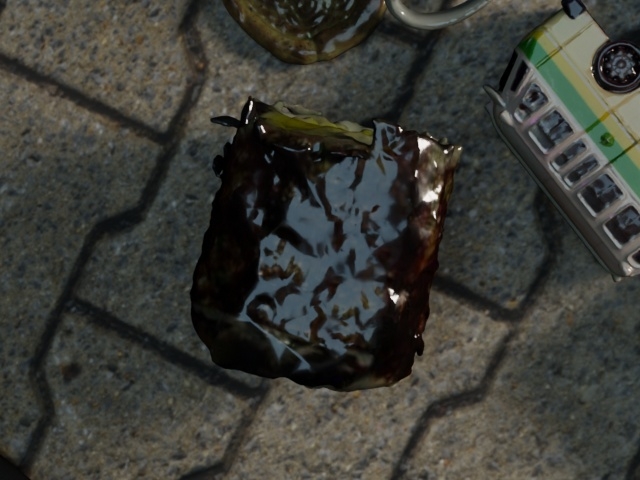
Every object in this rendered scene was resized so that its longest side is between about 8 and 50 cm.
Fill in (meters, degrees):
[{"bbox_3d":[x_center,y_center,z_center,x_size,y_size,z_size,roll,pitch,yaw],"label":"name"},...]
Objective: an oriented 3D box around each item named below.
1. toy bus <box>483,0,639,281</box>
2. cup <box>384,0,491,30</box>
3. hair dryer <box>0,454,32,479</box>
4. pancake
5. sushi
[{"bbox_3d":[0.322,-0.114,1.288,0.179,0.143,0.305,-38,87,14],"label":"toy bus"},{"bbox_3d":[0.176,-0.380,1.279,0.257,0.227,0.301,8,115,-2],"label":"cup"},{"bbox_3d":[-0.486,0.395,1.529,0.128,0.070,0.255,40,104,8],"label":"hair dryer"},{"bbox_3d":[-0.015,-0.349,1.403,0.250,0.031,0.250,0,92,12],"label":"pancake"},{"bbox_3d":[0.002,-0.002,1.290,0.281,0.299,0.294,9,97,-11],"label":"sushi"}]
